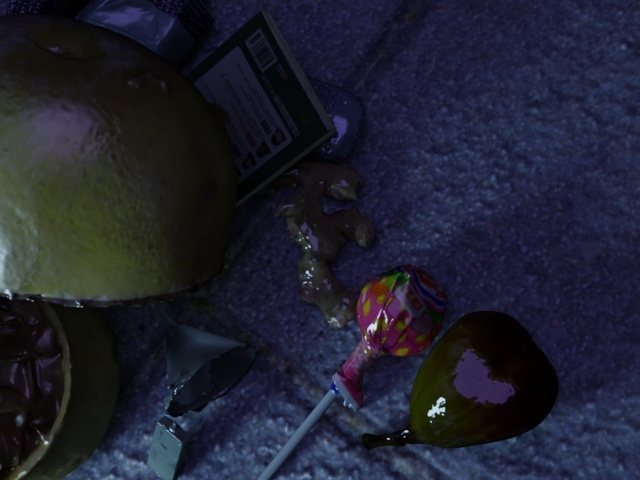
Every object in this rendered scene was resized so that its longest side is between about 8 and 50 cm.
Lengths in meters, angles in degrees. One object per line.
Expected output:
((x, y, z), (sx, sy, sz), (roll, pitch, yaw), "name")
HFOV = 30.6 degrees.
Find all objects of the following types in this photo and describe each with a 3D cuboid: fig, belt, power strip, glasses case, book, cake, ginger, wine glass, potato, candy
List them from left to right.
((-0.470, 0.177, 1.524), (0.332, 0.321, 0.333), (-2, 84, 22), "cake")
((-0.317, -0.131, 1.505), (0.441, 0.385, 0.320), (11, 116, 8), "potato")
((-0.324, -0.329, 1.738), (0.325, 0.122, 0.260), (-44, 71, -1), "belt")
((-0.211, 0.111, 1.614), (0.156, 0.156, 0.232), (-39, 70, -1), "wine glass")
((-0.205, 0.282, 1.586), (0.051, 0.136, 0.019), (37, 49, 16), "power strip")
((-0.123, -0.166, 1.650), (0.264, 0.027, 0.202), (-36, 78, 28), "book")
((-0.068, -0.198, 1.688), (0.282, 0.067, 0.109), (22, 83, 17), "glasses case")
((0.014, -0.008, 1.643), (0.149, 0.065, 0.259), (-23, 73, 2), "ginger")
((0.033, 0.188, 1.585), (0.124, 0.124, 0.365), (40, 95, 15), "candy")
((0.171, 0.210, 1.539), (0.274, 0.145, 0.170), (-33, 73, 15), "fig")
